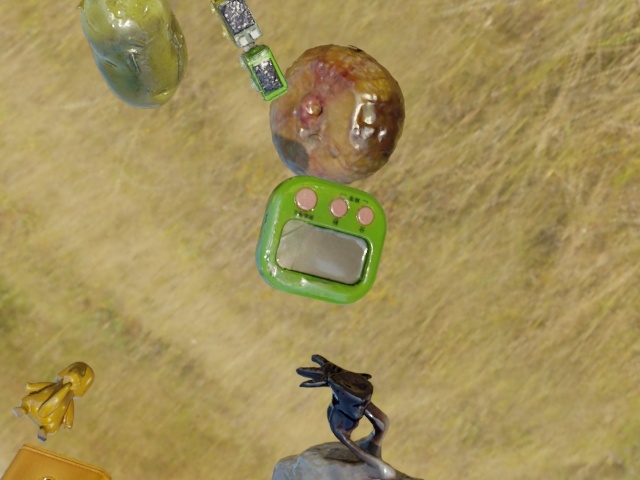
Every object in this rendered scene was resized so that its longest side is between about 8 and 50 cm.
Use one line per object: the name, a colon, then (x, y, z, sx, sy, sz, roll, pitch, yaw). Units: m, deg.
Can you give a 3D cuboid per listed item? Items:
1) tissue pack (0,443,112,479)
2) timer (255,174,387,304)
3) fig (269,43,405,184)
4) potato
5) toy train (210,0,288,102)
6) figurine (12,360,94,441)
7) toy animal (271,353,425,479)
tissue pack: (-0.499, 0.517, 1.605, 0.194, 0.275, 0.145, 13, 136, 13)
timer: (0.000, 0.000, 1.008, 0.140, 0.128, 0.047, 15, 177, -23)
fig: (0.061, -0.261, 1.947, 0.286, 0.286, 0.368, 41, -162, 12)
potato: (-0.317, -0.339, 1.608, 0.169, 0.144, 0.248, 2, 135, 11)
toy train: (-0.117, -0.323, 1.536, 0.202, 0.060, 0.081, 61, 174, -30)
figurine: (-0.480, 0.280, 1.747, 0.121, 0.176, 0.122, 44, 121, -4)
toy animal: (0.008, 0.268, 1.062, 0.195, 0.090, 0.324, 44, 130, 14)
